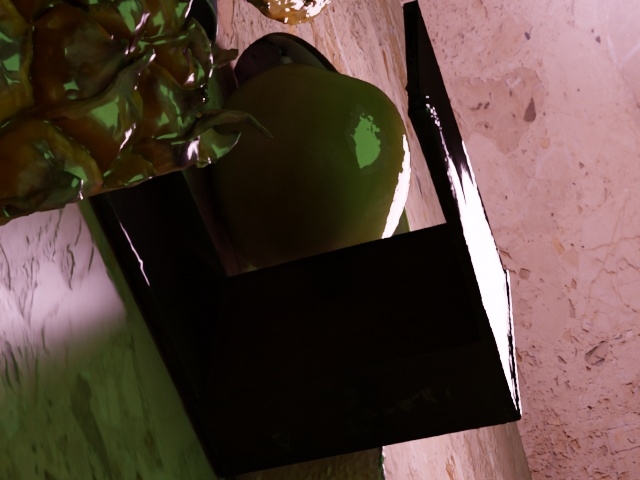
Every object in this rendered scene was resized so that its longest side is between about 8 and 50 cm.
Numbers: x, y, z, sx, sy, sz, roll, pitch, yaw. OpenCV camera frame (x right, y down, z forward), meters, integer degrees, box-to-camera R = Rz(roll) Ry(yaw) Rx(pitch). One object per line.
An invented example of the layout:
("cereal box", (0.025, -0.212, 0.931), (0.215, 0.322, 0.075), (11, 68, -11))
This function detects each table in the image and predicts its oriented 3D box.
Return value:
("table", (0.000, 0.000, 1.104), (0.196, 0.251, 0.282), (-83, 156, -56))

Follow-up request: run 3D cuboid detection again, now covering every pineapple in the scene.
("pineapple", (-0.155, -0.149, 0.644), (0.344, 0.209, 0.286), (-51, 127, -73))

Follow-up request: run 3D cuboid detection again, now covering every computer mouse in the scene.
("computer mouse", (0.011, -0.067, 1.445), (0.158, 0.072, 0.310), (-12, -77, 64))

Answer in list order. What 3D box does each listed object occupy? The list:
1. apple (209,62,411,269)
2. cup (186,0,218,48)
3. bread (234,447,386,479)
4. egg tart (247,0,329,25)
("apple", (-0.008, -0.063, 1.289), (0.200, 0.200, 0.200), (-13, 90, -78))
("cup", (-0.124, -0.179, 1.173), (0.077, 0.078, 0.100), (-90, -164, -62))
("bread", (0.022, 0.287, 1.162), (0.178, 0.135, 0.240), (59, 19, -55))
("egg tart", (-0.071, -0.352, 1.413), (0.290, 0.115, 0.290), (18, 68, -54))
